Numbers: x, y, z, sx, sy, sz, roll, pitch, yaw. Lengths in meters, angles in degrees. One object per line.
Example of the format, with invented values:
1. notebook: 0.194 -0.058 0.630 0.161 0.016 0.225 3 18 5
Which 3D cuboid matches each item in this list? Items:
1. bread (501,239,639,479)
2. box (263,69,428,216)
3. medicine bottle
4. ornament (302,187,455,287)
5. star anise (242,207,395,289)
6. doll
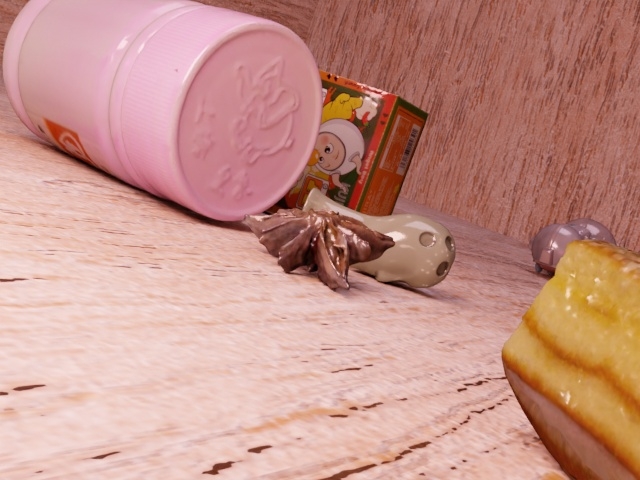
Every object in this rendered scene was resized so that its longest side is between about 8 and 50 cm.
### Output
1. bread: 0.214 0.096 0.368 0.184 0.110 0.234 20 8 -22
2. box: 0.013 -0.114 1.111 0.178 0.194 0.148 23 8 22
3. medicine bottle: -0.173 -0.157 0.894 0.316 0.202 0.202 25 9 40
4. ornament: 0.056 0.002 0.843 0.156 0.081 0.074 19 -30 7
5. star anise: -0.012 -0.002 0.728 0.129 0.056 0.124 19 26 19
6. doll: 0.524 0.020 1.764 0.151 0.150 0.287 24 11 32
